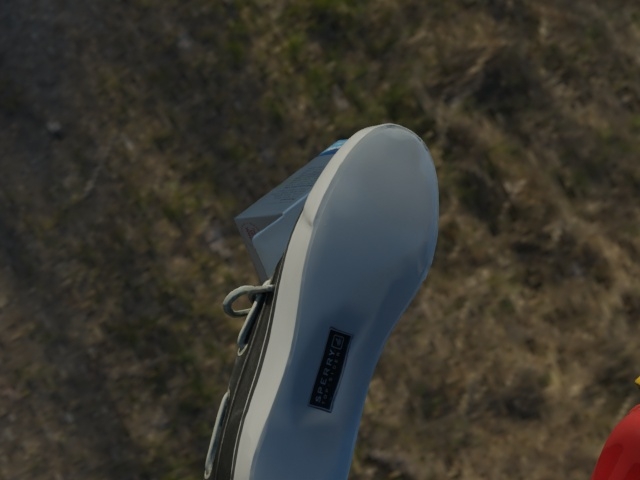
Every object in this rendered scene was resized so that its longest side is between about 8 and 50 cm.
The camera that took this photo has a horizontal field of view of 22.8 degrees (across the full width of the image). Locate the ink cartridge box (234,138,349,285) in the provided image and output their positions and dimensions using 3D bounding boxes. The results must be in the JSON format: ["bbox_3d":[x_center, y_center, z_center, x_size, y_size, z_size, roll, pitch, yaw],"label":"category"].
[{"bbox_3d":[0.000,0.000,1.292,0.181,0.061,0.104,-38,114,-40],"label":"ink cartridge box"}]

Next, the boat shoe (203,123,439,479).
[{"bbox_3d":[-0.006,0.061,1.139,0.113,0.105,0.306,20,80,-34],"label":"boat shoe"}]

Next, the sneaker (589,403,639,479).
[{"bbox_3d":[0.097,0.173,0.612,0.128,0.087,0.221,-5,104,-37],"label":"sneaker"}]

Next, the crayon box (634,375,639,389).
[{"bbox_3d":[0.361,0.092,1.091,0.202,0.318,0.081,-41,115,-11],"label":"crayon box"}]
